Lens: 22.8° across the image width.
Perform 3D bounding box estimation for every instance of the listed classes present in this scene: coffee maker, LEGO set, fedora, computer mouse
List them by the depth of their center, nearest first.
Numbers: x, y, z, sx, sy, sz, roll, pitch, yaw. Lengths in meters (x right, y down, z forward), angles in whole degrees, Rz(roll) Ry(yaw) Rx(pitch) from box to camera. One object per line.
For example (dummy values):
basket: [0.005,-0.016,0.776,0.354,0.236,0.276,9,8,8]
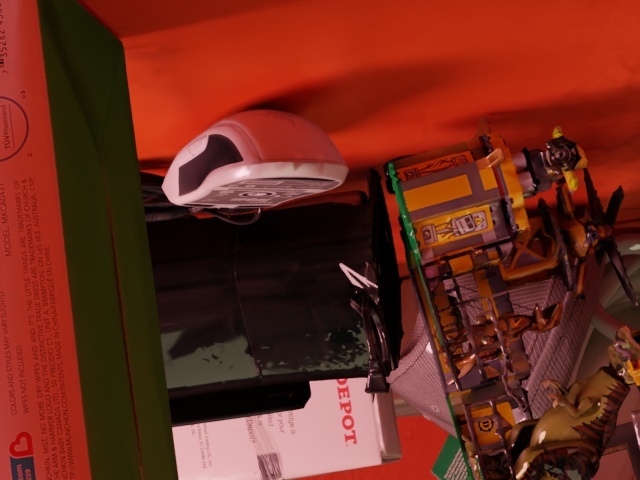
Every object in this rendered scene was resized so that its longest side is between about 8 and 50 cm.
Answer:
computer mouse: [-0.044,-0.040,0.831,0.106,0.042,0.193,2,173,-26]
LEGO set: [0.171,0.077,0.919,0.192,0.331,0.255,-16,157,1]
coffee maker: [-0.047,0.033,0.945,0.178,0.120,0.171,-9,-173,8]
fedora: [0.128,0.075,1.242,0.124,0.243,0.275,21,174,4]

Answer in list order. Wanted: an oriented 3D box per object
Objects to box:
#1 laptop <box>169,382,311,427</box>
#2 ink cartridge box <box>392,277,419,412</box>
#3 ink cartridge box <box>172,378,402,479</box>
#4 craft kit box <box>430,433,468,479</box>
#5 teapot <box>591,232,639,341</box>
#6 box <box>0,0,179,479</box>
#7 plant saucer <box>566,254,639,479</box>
laptop: [-0.133,0.082,1.173,0.234,0.136,0.264,-7,170,-4]
ink cartridge box: [0.111,0.115,1.627,0.207,0.117,0.283,-16,167,39]
ink cartridge box: [-0.058,0.130,1.409,0.237,0.172,0.100,-11,170,13]
craft kit box: [0.248,0.131,1.555,0.247,0.250,0.061,5,-154,-47]
teapot: [0.387,0.045,1.300,0.256,0.187,0.252,29,124,-36]
box: [-0.183,0.053,0.590,0.231,0.262,0.127,-10,170,8]
plant saucer: [0.297,0.192,1.455,0.100,0.400,0.400,-2,178,44]
